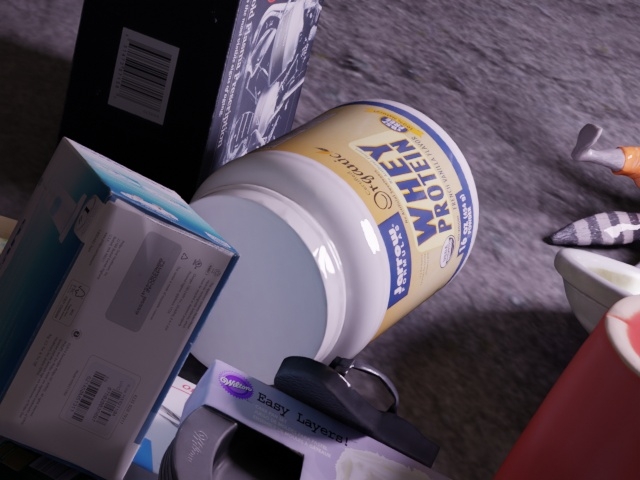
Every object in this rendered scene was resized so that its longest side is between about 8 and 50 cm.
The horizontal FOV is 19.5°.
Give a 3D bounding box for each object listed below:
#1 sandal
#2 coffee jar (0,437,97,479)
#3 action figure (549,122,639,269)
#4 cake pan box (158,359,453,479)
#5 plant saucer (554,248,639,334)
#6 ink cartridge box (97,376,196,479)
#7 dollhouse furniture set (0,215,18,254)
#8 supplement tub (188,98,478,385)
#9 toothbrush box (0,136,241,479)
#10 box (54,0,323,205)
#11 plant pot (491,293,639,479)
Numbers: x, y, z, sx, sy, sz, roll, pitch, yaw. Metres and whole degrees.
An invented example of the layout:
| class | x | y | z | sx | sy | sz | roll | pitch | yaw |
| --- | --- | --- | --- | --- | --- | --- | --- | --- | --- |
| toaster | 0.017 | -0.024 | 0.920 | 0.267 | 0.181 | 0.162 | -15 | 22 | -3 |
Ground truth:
| class | x | y | z | sx | sy | sz | roll | pitch | yaw |
| --- | --- | --- | --- | --- | --- | --- | --- | --- | --- |
| sandal | 0.035 | 0.144 | 1.686 | 0.097 | 0.054 | 0.254 | 20 | -11 | 29 |
| coffee jar | -0.278 | 0.191 | 1.533 | 0.184 | 0.096 | 0.079 | 29 | 32 | 21 |
| action figure | 0.435 | -0.079 | 2.319 | 0.330 | 0.178 | 0.341 | -3 | 59 | -41 |
| cake pan box | -0.015 | 0.240 | 1.547 | 0.267 | 0.070 | 0.246 | 29 | 29 | -9 |
| plant saucer | 0.413 | 0.131 | 1.937 | 0.400 | 0.100 | 0.400 | 23 | 7 | -3 |
| ink cartridge box | -0.120 | 0.184 | 1.665 | 0.104 | 0.060 | 0.180 | 25 | 29 | 12 |
| dollhouse furniture set | -0.252 | 0.031 | 1.820 | 0.182 | 0.101 | 0.161 | 17 | 29 | -1 |
| supplement tub | 0.000 | 0.000 | 1.879 | 0.228 | 0.228 | 0.316 | 28 | 31 | 19 |
| toothbrush box | -0.199 | 0.050 | 1.586 | 0.126 | 0.216 | 0.295 | 27 | 3 | -20 |
| box | -0.131 | -0.238 | 2.104 | 0.179 | 0.343 | 0.312 | 22 | 30 | 11 |
| plant pot | 0.309 | 0.199 | 1.685 | 0.275 | 0.243 | 0.275 | 14 | 28 | -8 |
